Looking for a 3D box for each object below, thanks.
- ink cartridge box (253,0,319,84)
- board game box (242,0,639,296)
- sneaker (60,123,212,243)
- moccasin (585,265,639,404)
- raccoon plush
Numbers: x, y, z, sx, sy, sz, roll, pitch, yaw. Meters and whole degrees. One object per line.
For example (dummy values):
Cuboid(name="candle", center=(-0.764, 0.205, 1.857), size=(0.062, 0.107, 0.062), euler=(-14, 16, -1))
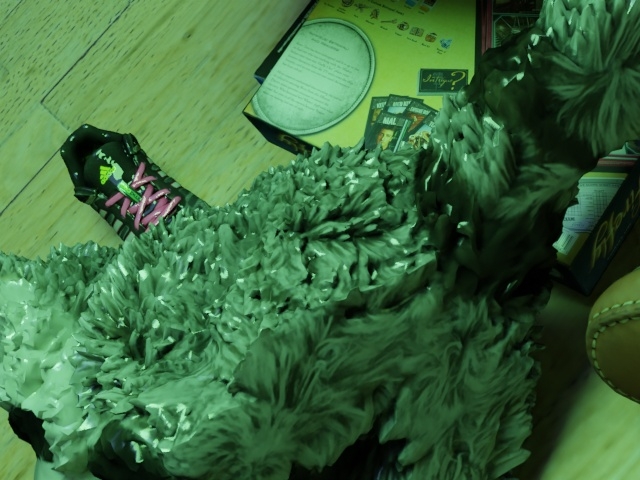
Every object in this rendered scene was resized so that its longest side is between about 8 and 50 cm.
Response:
Cuboid(name="ink cartridge box", center=(0.056, -0.163, 1.094), size=(0.097, 0.046, 0.207), euler=(31, 80, 45))
Cuboid(name="board game box", center=(0.094, -0.090, 0.976), size=(0.243, 0.042, 0.165), euler=(28, 79, 33))
Cuboid(name="sneaker", center=(-0.124, -0.028, 1.113), size=(0.063, 0.075, 0.170), euler=(-48, 43, -2))
Cuboid(name="moccasin", center=(0.259, 0.111, 0.682), size=(0.380, 0.139, 0.147), euler=(29, 71, 37))
Cuboid(name="raccoon plush", center=(0.000, 0.000, 0.917), size=(0.446, 0.216, 0.299), euler=(-44, 39, -5))
